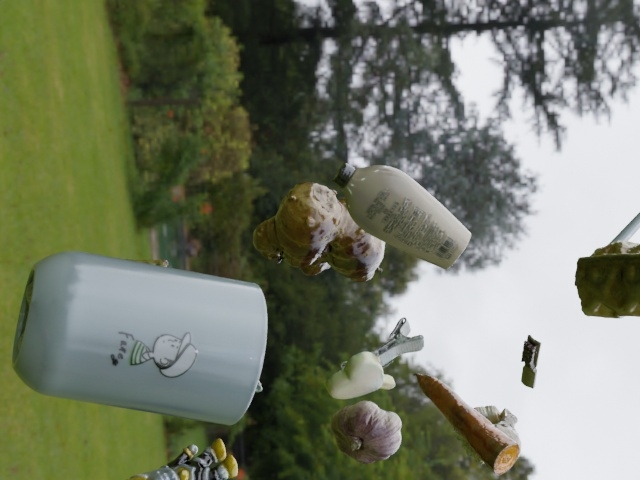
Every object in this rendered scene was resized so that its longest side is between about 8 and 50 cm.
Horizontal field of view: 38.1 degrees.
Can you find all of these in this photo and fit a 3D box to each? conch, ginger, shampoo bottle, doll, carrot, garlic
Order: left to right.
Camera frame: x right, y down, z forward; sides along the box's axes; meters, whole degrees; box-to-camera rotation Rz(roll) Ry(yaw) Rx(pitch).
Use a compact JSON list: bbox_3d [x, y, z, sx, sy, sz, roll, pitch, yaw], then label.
[{"bbox_3d":[-0.303,0.482,1.717,0.145,0.316,0.103,56,-21,21],"label":"doll"},{"bbox_3d":[0.010,0.003,2.144,0.274,0.357,0.152,-40,-134,35],"label":"ginger"},{"bbox_3d":[0.093,0.413,1.978,0.102,0.159,0.147,-50,138,-48],"label":"garlic"},{"bbox_3d":[0.135,-0.051,1.617,0.127,0.257,0.078,-54,-175,25],"label":"shampoo bottle"},{"bbox_3d":[0.220,0.272,1.445,0.224,0.057,0.057,43,-38,46],"label":"carrot"},{"bbox_3d":[0.373,0.422,2.047,0.207,0.155,0.130,-49,169,-51],"label":"conch"}]

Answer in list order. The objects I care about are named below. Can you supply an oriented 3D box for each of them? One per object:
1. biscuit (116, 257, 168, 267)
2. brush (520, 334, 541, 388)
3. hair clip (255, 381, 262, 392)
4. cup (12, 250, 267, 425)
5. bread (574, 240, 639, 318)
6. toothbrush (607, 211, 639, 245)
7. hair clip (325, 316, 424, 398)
[{"bbox_3d":[-0.424,0.125,2.087,0.016,0.144,0.203,83,12,-56],"label":"biscuit"},{"bbox_3d":[0.541,0.325,2.411,0.043,0.036,0.248,39,-23,28],"label":"brush"},{"bbox_3d":[-0.201,0.371,2.445,0.229,0.066,0.036,44,31,-68],"label":"hair clip"},{"bbox_3d":[-0.248,0.133,1.268,0.205,0.312,0.205,-168,-90,-68],"label":"cup"},{"bbox_3d":[0.601,0.066,1.655,0.267,0.130,0.152,-7,-119,50],"label":"bread"},{"bbox_3d":[0.710,-0.070,1.976,0.030,0.342,0.025,29,-27,49],"label":"toothbrush"},{"bbox_3d":[0.109,0.252,1.856,0.071,0.218,0.159,48,-17,39],"label":"hair clip"}]
